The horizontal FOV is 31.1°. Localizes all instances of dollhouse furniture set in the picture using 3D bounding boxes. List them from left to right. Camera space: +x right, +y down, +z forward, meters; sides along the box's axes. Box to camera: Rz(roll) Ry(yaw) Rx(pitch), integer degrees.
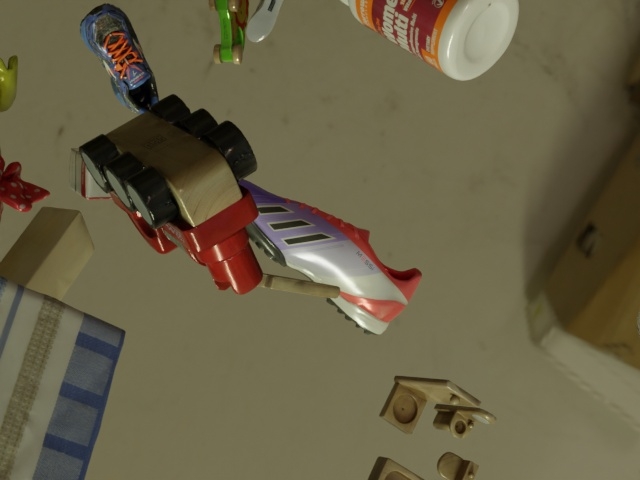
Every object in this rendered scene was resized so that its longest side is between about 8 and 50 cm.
[{"bbox_3d":[0.148,0.273,1.446,0.144,0.151,0.123,35,161,-22],"label":"dollhouse furniture set"}]

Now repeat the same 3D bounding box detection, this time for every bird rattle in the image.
[{"bbox_3d":[-0.486,-0.132,1.576,0.143,0.254,0.207,-8,176,15],"label":"bird rattle"}]

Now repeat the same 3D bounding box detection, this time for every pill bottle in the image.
[{"bbox_3d":[0.108,-0.281,1.310,0.221,0.121,0.121,37,-171,33],"label":"pill bottle"}]

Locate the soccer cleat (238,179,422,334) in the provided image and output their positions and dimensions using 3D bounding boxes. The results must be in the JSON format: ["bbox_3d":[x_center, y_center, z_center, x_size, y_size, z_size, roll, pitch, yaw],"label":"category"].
[{"bbox_3d":[0.000,0.000,1.607,0.318,0.116,0.109,40,-170,-16],"label":"soccer cleat"}]

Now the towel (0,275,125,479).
[{"bbox_3d":[-0.338,0.136,1.132,0.285,0.209,0.034,27,157,-35],"label":"towel"}]

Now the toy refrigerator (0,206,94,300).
[{"bbox_3d":[-0.522,0.064,2.085,0.094,0.270,0.102,6,134,20],"label":"toy refrigerator"}]

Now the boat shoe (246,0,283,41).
[{"bbox_3d":[-0.077,-0.337,1.679,0.035,0.100,0.035,24,-162,-8],"label":"boat shoe"}]

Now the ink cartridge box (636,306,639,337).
[{"bbox_3d":[0.403,0.095,1.321,0.052,0.089,0.122,-5,144,2],"label":"ink cartridge box"}]

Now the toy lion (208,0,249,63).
[{"bbox_3d":[-0.103,-0.268,1.372,0.034,0.100,0.096,2,-158,12],"label":"toy lion"}]

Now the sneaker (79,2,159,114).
[{"bbox_3d":[-0.305,-0.283,1.819,0.087,0.083,0.221,45,168,40],"label":"sneaker"}]

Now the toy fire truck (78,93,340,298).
[{"bbox_3d":[-0.107,-0.016,1.198,0.217,0.158,0.246,30,148,56],"label":"toy fire truck"}]

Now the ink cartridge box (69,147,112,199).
[{"bbox_3d":[-0.261,-0.087,1.463,0.099,0.056,0.135,-2,-171,-21],"label":"ink cartridge box"}]
